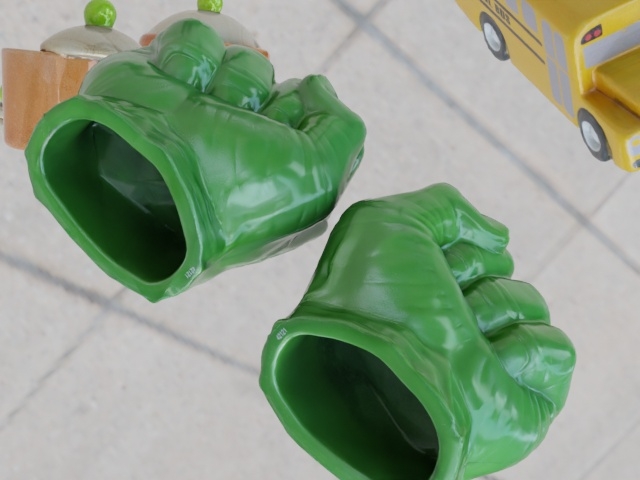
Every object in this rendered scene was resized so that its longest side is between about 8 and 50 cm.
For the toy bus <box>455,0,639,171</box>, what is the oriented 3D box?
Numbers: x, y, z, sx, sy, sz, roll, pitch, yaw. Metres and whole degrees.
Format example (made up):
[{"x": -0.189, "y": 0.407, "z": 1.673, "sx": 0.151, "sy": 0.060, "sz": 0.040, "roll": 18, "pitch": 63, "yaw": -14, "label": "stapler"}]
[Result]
[{"x": 0.222, "y": -0.202, "z": 1.449, "sx": 0.108, "sy": 0.332, "sz": 0.130, "roll": -25, "pitch": 132, "yaw": -10, "label": "toy bus"}]

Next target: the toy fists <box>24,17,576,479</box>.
[{"x": 0.000, "y": 0.000, "z": 0.779, "sx": 0.142, "sy": 0.279, "sz": 0.096, "roll": -32, "pitch": 158, "yaw": -55, "label": "toy fists"}]

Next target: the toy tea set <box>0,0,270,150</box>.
[{"x": -0.123, "y": -0.117, "z": 1.087, "sx": 0.200, "sy": 0.336, "sz": 0.124, "roll": 7, "pitch": 94, "yaw": -10, "label": "toy tea set"}]
